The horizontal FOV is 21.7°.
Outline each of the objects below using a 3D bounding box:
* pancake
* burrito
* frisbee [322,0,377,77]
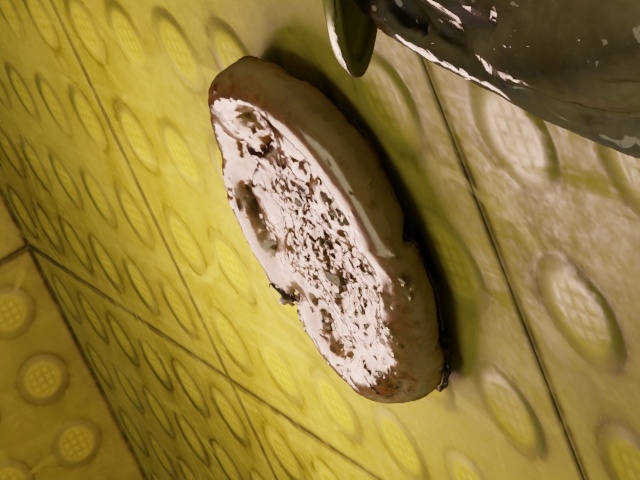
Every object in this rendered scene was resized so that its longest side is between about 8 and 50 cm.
[{"bbox_3d":[0.001,-0.001,1.632,0.382,0.071,0.382,50,159,27],"label":"pancake"},{"bbox_3d":[0.156,-0.130,0.926,0.332,0.135,0.190,32,141,49],"label":"burrito"},{"bbox_3d":[0.021,-0.222,1.071,0.236,0.017,0.235,2,-90,-81],"label":"frisbee"}]
